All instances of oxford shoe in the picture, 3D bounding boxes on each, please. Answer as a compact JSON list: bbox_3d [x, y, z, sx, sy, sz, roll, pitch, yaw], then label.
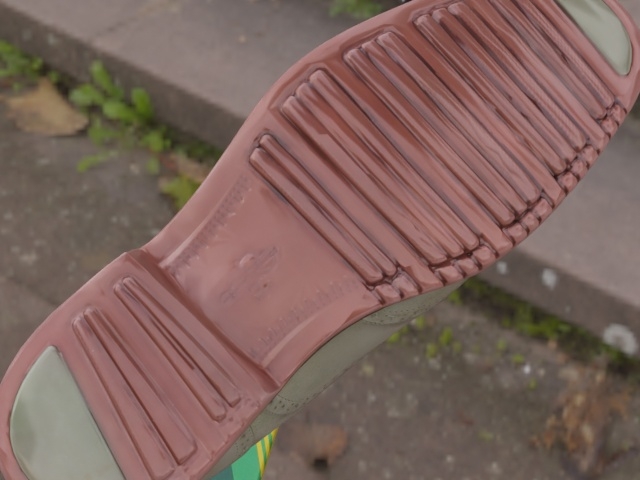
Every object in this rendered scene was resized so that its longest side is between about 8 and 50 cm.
[{"bbox_3d":[0.000,0.000,0.814,0.397,0.146,0.140,-36,81,-7],"label":"oxford shoe"}]

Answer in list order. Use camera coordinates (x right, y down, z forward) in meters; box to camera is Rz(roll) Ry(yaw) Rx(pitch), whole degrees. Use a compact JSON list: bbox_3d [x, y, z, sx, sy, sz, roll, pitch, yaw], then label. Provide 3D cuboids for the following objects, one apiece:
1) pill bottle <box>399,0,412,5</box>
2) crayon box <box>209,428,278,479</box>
[{"bbox_3d":[0.062,-0.269,0.983,0.123,0.219,0.123,-26,6,3],"label":"pill bottle"},{"bbox_3d":[-0.146,0.224,1.429,0.106,0.363,0.313,20,74,-12],"label":"crayon box"}]
